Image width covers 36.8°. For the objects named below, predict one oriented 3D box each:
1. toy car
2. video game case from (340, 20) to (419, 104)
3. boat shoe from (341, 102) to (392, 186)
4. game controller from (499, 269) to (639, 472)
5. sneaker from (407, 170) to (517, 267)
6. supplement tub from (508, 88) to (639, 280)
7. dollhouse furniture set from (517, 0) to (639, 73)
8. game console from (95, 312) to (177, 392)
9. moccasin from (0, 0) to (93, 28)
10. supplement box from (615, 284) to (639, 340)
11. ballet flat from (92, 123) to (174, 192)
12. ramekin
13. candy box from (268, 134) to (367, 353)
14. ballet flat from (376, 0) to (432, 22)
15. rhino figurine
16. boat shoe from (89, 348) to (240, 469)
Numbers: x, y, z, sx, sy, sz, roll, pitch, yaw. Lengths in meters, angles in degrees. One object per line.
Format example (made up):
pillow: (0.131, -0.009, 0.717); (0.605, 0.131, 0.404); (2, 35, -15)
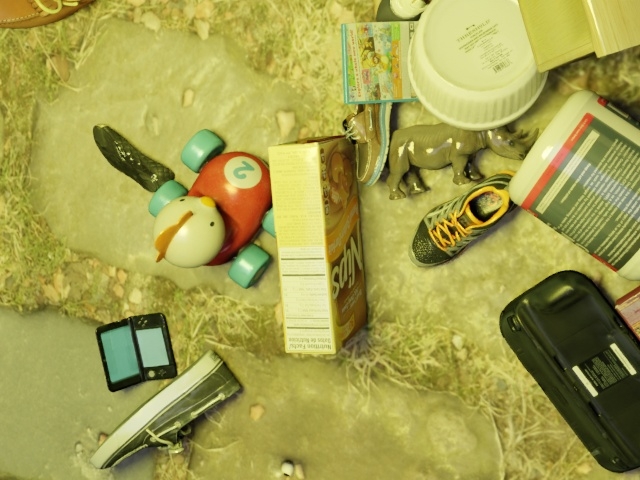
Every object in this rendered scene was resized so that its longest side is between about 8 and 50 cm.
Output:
toy car: (-0.183, -0.036, 1.522); (0.219, 0.238, 0.210); (39, 110, 7)
video game case: (0.113, -0.268, 1.447); (0.166, 0.015, 0.119); (-5, 100, -16)
boat shoe: (0.067, -0.176, 1.483); (0.066, 0.066, 0.183); (9, 84, -20)
game controller: (0.416, 0.201, 1.460); (0.166, 0.067, 0.319); (-38, 88, 21)
sneaker: (0.215, -0.030, 1.474); (0.215, 0.083, 0.084); (-41, 88, 22)
supplement tub: (0.420, -0.065, 1.340); (0.272, 0.191, 0.191); (36, 109, 9)
dollhouse furniture set: (0.463, -0.351, 1.173); (0.394, 0.256, 0.362); (-17, 95, -1)
game console: (-0.325, 0.199, 1.705); (0.107, 0.071, 0.122); (-8, 98, 20)
moccasin: (-0.408, -0.441, 1.566); (0.380, 0.147, 0.139); (-10, 97, 20)
supplement box: (0.486, 0.113, 1.431); (0.055, 0.043, 0.083); (-36, 88, 22)
ballet flat: (-0.328, -0.143, 1.661); (0.173, 0.049, 0.057); (40, 138, 13)
ramekin: (0.226, -0.271, 1.370); (0.207, 0.109, 0.207); (-1, 79, 6)
candy box: (0.000, 0.000, 1.497); (0.087, 0.183, 0.317); (-2, 100, 20)
ballet flat: (0.159, -0.384, 1.430); (0.203, 0.074, 0.074); (-34, 89, 21)
rhino figurine: (0.211, -0.139, 1.459); (0.243, 0.073, 0.106); (-13, 96, 18)
boat shoe: (-0.271, 0.322, 1.693); (0.306, 0.113, 0.105); (-40, 93, 5)
